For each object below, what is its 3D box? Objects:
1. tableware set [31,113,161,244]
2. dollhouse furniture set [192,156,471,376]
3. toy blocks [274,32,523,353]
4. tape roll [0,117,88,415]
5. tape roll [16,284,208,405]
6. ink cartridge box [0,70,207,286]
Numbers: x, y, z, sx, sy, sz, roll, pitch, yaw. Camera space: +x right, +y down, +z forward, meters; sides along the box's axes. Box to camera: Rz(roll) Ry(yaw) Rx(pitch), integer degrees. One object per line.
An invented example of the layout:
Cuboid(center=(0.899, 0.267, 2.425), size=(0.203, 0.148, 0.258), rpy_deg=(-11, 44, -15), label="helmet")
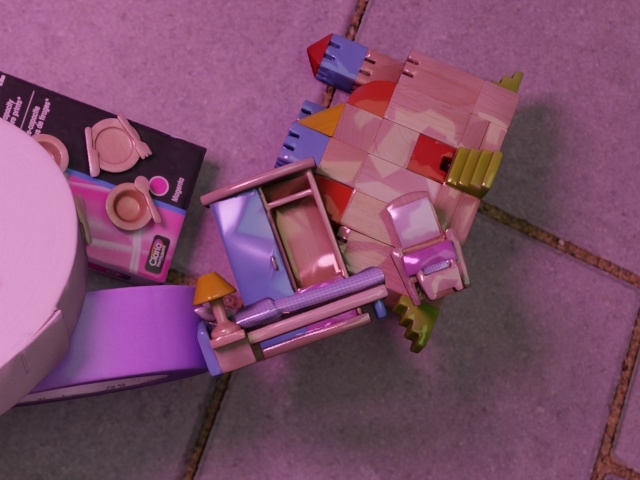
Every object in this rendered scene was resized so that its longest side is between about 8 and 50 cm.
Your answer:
Cuboid(center=(-0.261, -0.062, 1.646), size=(0.169, 0.020, 0.141), rpy_deg=(-18, 85, -22), label="tableware set")
Cuboid(center=(0.000, 0.000, 1.529), size=(0.286, 0.303, 0.198), rpy_deg=(-20, 87, 2), label="dollhouse furniture set")
Cuboid(center=(0.063, -0.085, 1.763), size=(0.261, 0.191, 0.381), rpy_deg=(22, 74, -2), label="toy blocks")
Cuboid(center=(-0.415, 0.029, 1.394), size=(0.392, 0.072, 0.392), rpy_deg=(-1, 52, 1), label="tape roll")
Cuboid(center=(-0.255, 0.115, 1.540), size=(0.275, 0.275, 0.090), rpy_deg=(-7, 83, -20), label="tape roll")
Cuboid(center=(-0.329, -0.084, 1.672), size=(0.371, 0.069, 0.175), rpy_deg=(19, 73, -12), label="ink cartridge box")
